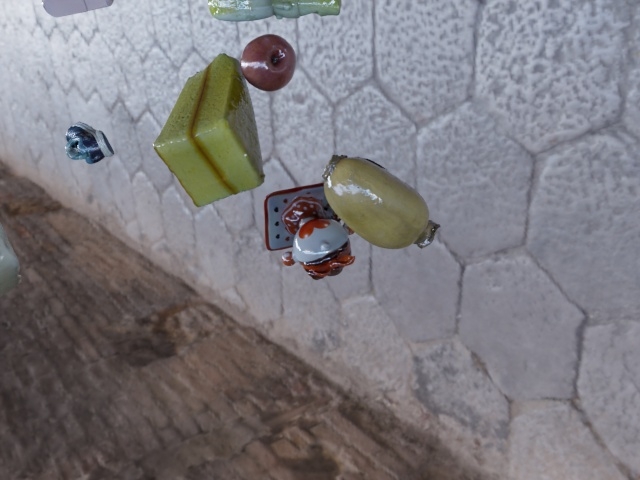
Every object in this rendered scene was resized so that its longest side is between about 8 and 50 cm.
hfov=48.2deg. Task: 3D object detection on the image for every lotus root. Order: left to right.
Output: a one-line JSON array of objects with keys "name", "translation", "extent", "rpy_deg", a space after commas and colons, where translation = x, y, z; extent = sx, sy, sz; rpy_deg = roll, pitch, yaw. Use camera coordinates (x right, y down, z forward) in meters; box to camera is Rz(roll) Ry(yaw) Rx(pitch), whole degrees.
[{"name": "lotus root", "translation": [0.123, -0.068, 1.467], "extent": [0.146, 0.303, 0.131], "rpy_deg": [-24, 42, 45]}]

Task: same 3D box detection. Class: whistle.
[{"name": "whistle", "translation": [-0.069, -0.356, 1.055], "extent": [0.104, 0.198, 0.057], "rpy_deg": [-75, -16, -62]}]

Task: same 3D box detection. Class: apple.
[{"name": "apple", "translation": [-0.138, -0.481, 1.931], "extent": [0.120, 0.153, 0.153], "rpy_deg": [-159, 56, -67]}]

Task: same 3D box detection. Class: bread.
[{"name": "bread", "translation": [-0.278, -0.322, 1.985], "extent": [0.245, 0.233, 0.362], "rpy_deg": [56, -152, -38]}]

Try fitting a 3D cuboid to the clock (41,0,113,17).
[{"name": "clock", "translation": [-0.541, -0.676, 1.491], "extent": [0.342, 0.184, 0.326], "rpy_deg": [91, 170, -48]}]

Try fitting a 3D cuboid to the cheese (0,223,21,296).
[{"name": "cheese", "translation": [-0.734, 0.010, 1.408], "extent": [0.292, 0.153, 0.332], "rpy_deg": [50, 148, 6]}]

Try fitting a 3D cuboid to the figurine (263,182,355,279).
[{"name": "figurine", "translation": [0.000, 0.000, 1.559], "extent": [0.226, 0.183, 0.160], "rpy_deg": [-127, 30, -51]}]

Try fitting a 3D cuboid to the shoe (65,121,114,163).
[{"name": "shoe", "translation": [-0.450, -0.180, 1.358], "extent": [0.143, 0.071, 0.064], "rpy_deg": [26, 143, 45]}]
